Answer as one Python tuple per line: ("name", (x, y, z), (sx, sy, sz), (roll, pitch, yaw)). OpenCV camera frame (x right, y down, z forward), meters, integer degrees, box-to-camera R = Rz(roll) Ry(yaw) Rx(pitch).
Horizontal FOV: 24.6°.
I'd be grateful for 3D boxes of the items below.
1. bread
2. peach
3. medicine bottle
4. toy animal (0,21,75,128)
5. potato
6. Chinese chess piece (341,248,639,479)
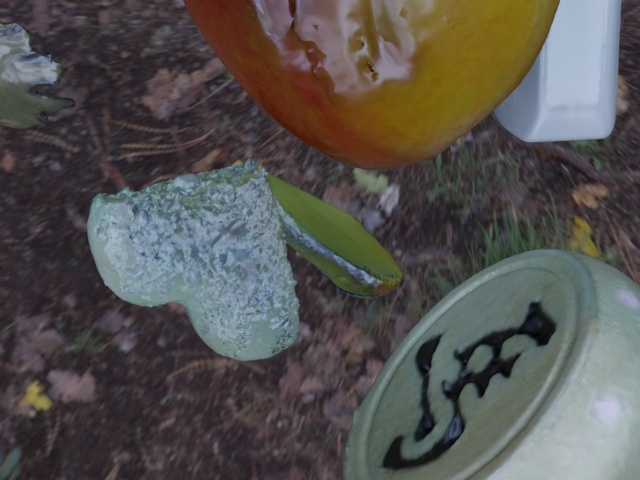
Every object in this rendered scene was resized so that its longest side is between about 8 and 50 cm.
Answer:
("bread", (-0.093, 0.006, 1.325), (0.232, 0.064, 0.172), (35, 85, -19))
("peach", (0.042, -0.231, 1.107), (0.290, 0.372, 0.373), (18, 101, 22))
("medicine bottle", (0.221, -0.266, 1.360), (0.124, 0.179, 0.324), (-1, 117, -2))
("toy animal", (-0.211, -0.144, 0.662), (0.214, 0.186, 0.094), (43, 104, 24))
("potato", (0.000, 0.000, 1.636), (0.198, 0.119, 0.054), (34, 115, -13))
("Chinese chess piece", (0.127, 0.121, 0.986), (0.250, 0.250, 0.101), (-44, 111, 10))
